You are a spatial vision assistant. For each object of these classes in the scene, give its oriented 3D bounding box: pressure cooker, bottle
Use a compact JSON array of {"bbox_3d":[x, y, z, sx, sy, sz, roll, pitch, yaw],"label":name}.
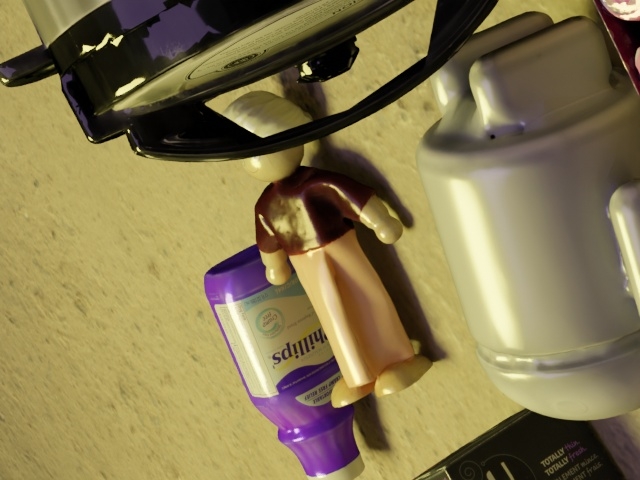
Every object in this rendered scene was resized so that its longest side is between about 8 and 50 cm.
[{"bbox_3d":[-0.063,-0.277,1.372,0.370,0.375,0.420,-22,94,48],"label":"pressure cooker"},{"bbox_3d":[-0.031,0.143,2.098,0.092,0.118,0.283,-3,111,58],"label":"bottle"}]

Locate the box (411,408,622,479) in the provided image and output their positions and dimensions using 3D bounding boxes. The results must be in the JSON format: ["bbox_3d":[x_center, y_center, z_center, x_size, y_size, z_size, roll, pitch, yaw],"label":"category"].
[{"bbox_3d":[0.218,0.309,1.796,0.270,0.165,0.143,59,151,5],"label":"box"}]

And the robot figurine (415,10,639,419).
[{"bbox_3d":[0.201,-0.004,1.513,0.300,0.200,0.353,31,142,66],"label":"robot figurine"}]

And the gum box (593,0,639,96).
[{"bbox_3d":[0.254,-0.197,1.355,0.062,0.107,0.188,-19,98,61],"label":"gum box"}]

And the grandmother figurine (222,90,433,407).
[{"bbox_3d":[0.000,0.000,1.943,0.208,0.104,0.342,-21,99,36],"label":"grandmother figurine"}]
